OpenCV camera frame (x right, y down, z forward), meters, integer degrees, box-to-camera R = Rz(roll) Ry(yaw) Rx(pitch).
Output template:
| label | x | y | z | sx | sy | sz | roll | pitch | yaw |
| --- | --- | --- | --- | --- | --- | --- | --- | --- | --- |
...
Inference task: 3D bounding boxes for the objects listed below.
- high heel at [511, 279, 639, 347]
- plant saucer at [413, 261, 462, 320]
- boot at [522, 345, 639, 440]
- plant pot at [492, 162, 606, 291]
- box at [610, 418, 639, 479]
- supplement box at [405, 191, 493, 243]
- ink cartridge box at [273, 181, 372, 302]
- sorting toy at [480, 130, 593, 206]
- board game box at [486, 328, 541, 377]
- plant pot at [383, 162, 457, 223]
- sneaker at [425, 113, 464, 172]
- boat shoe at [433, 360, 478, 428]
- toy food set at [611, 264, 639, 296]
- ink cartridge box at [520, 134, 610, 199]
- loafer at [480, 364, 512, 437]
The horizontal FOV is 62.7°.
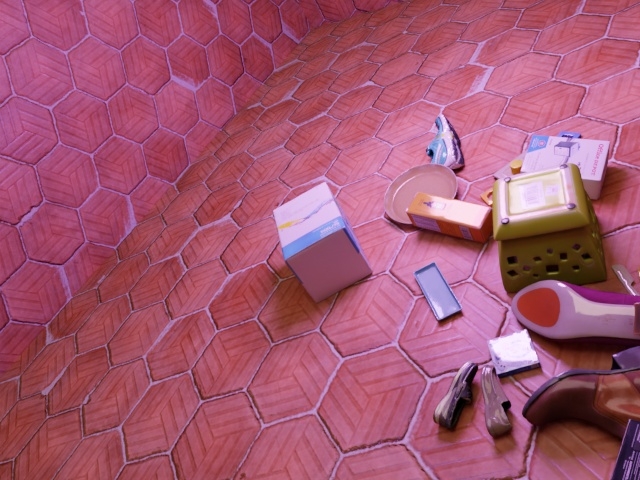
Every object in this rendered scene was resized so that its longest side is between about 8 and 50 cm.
| label | x | y | z | sx | sy | sz | roll | pitch | yaw |
| --- | --- | --- | --- | --- | --- | --- | --- | --- | --- |
| high heel | 0.581 | 0.162 | 1.068 | 0.377 | 0.181 | 0.127 | 7 | 83 | 62 |
| plant saucer | 0.300 | 0.130 | 1.351 | 0.067 | 0.018 | 0.192 | -28 | 35 | 7 |
| boot | 0.519 | 0.349 | 0.889 | 0.264 | 0.096 | 0.280 | -21 | 44 | 6 |
| plant pot | 0.515 | -0.037 | 1.219 | 0.227 | 0.207 | 0.228 | -11 | 42 | 27 |
| box | 0.523 | 0.349 | 0.644 | 0.293 | 0.073 | 0.295 | 5 | 14 | 36 |
| supplement box | 0.359 | -0.066 | 1.458 | 0.233 | 0.080 | 0.078 | 19 | 68 | 38 |
| ink cartridge box | 0.000 | 0.000 | 1.583 | 0.197 | 0.198 | 0.270 | -29 | 36 | 7 |
| sorting toy | 0.610 | -0.211 | 1.487 | 0.347 | 0.047 | 0.196 | -36 | 35 | -4 |
| board game box | 0.412 | 0.242 | 1.126 | 0.090 | 0.020 | 0.090 | -21 | 37 | 17 |
| plant pot | 0.311 | -0.140 | 1.626 | 0.236 | 0.032 | 0.236 | -18 | 48 | 21 |
| sneaker | 0.399 | -0.324 | 1.747 | 0.110 | 0.107 | 0.275 | -25 | 35 | 28 |
| boat shoe | 0.294 | 0.324 | 1.098 | 0.049 | 0.056 | 0.152 | 22 | 71 | 44 |
| toy food set | 0.725 | 0.045 | 1.072 | 0.217 | 0.071 | 0.128 | -18 | 38 | 21 |
| ink cartridge box | 0.637 | -0.194 | 1.373 | 0.190 | 0.082 | 0.140 | 11 | 60 | 30 |
| loafer | 0.355 | 0.319 | 1.054 | 0.050 | 0.056 | 0.148 | -14 | 49 | 24 |
